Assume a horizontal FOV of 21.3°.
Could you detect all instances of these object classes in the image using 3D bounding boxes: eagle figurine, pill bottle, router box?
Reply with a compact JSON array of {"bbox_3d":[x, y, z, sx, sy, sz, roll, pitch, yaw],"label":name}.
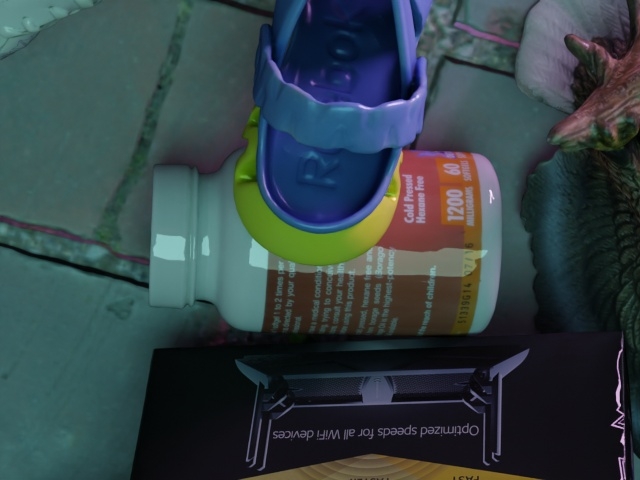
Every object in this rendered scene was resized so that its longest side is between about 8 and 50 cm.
[{"bbox_3d":[0.237,-0.013,1.092,0.226,0.225,0.298,9,150,32],"label":"eagle figurine"},{"bbox_3d":[0.000,0.000,1.083,0.216,0.121,0.121,2,108,-6],"label":"pill bottle"},{"bbox_3d":[0.036,0.179,1.033,0.309,0.243,0.081,-3,141,12],"label":"router box"}]

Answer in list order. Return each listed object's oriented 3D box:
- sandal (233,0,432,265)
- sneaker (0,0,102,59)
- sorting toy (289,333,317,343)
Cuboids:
[{"bbox_3d":[0.021,-0.150,0.986,0.126,0.138,0.317,3,78,-5],"label":"sandal"},{"bbox_3d":[-0.152,-0.172,0.994,0.305,0.114,0.152,12,117,22],"label":"sneaker"},{"bbox_3d":[0.000,0.098,1.174,0.062,0.012,0.083,-1,112,0],"label":"sorting toy"}]
